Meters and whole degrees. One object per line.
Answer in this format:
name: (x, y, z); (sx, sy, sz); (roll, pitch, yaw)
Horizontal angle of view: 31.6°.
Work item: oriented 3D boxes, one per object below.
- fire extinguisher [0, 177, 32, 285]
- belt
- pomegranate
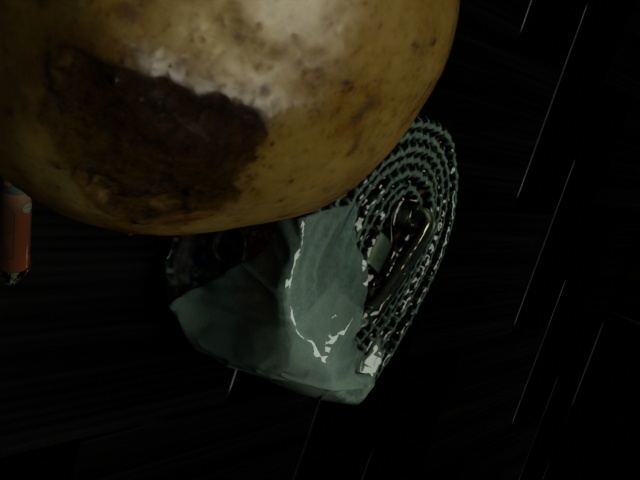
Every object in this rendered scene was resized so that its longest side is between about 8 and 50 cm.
fire extinguisher: (-0.186, -0.007, 0.687); (0.028, 0.022, 0.083); (-83, -178, -63)
belt: (0.000, 0.000, 0.897); (0.257, 0.150, 0.207); (-55, 143, -25)
pomegranate: (-0.070, -0.134, 0.528); (0.281, 0.281, 0.281); (-43, 145, -40)
